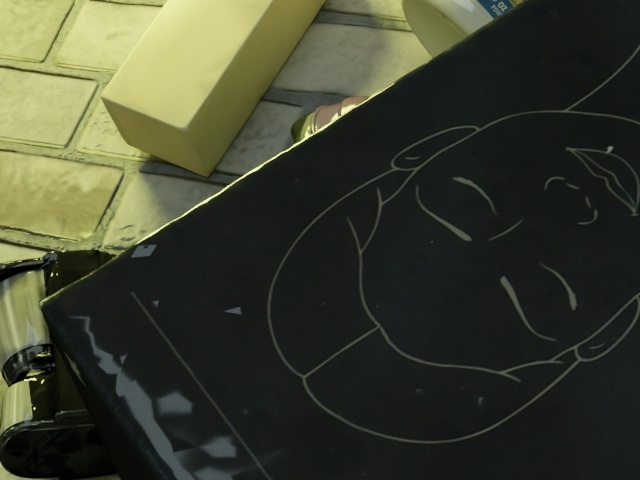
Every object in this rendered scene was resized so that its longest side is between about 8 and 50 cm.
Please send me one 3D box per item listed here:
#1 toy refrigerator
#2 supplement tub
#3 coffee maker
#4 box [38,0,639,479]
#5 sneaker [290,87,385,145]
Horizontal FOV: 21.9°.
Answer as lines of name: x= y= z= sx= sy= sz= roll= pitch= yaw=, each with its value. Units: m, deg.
toy refrigerator: x=-0.089 y=-0.201 z=1.605 sx=0.102 sy=0.094 sz=0.269 roll=22 pitch=68 yaw=24
supplement tub: x=0.187 y=-0.238 z=1.490 sx=0.199 sy=0.144 sz=0.144 roll=-43 pitch=54 yaw=-10
coffee maker: x=-0.201 y=0.102 z=1.423 sx=0.171 sy=0.120 sz=0.178 roll=-20 pitch=53 yaw=6
box: x=0.157 y=0.143 z=1.076 sx=0.471 sy=0.297 sz=0.480 roll=-32 pitch=61 yaw=-14
sneaker: x=0.000 y=0.000 z=1.446 sx=0.124 sy=0.107 sz=0.283 roll=-6 pitch=51 yaw=35
